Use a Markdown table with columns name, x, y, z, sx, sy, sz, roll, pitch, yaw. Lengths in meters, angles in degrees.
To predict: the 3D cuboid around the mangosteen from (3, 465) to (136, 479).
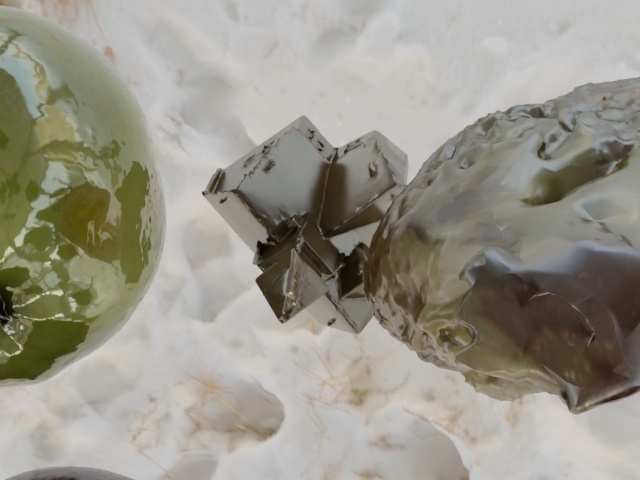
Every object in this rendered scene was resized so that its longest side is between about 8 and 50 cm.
| name | x | y | z | sx | sy | sz | roll | pitch | yaw |
| --- | --- | --- | --- | --- | --- | --- | --- | --- | --- |
| mangosteen | -0.226 | 0.348 | 0.895 | 0.311 | 0.311 | 0.311 | -2 | 74 | 9 |

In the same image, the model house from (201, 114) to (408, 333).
| name | x | y | z | sx | sy | sz | roll | pitch | yaw |
| --- | --- | --- | --- | --- | --- | --- | --- | --- | --- |
| model house | 0.000 | 0.000 | 0.929 | 0.176 | 0.248 | 0.181 | -35 | 108 | 21 |

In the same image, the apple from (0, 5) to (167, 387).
| name | x | y | z | sx | sy | sz | roll | pitch | yaw |
| --- | --- | --- | --- | --- | --- | --- | --- | --- | --- |
| apple | -0.314 | -0.040 | 0.946 | 0.358 | 0.357 | 0.357 | -2 | 74 | 9 |

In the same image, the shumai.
| name | x | y | z | sx | sy | sz | roll | pitch | yaw |
| --- | --- | --- | --- | --- | --- | --- | --- | --- | --- |
| shumai | 0.167 | -0.009 | 0.712 | 0.346 | 0.283 | 0.217 | -15 | 85 | 20 |
